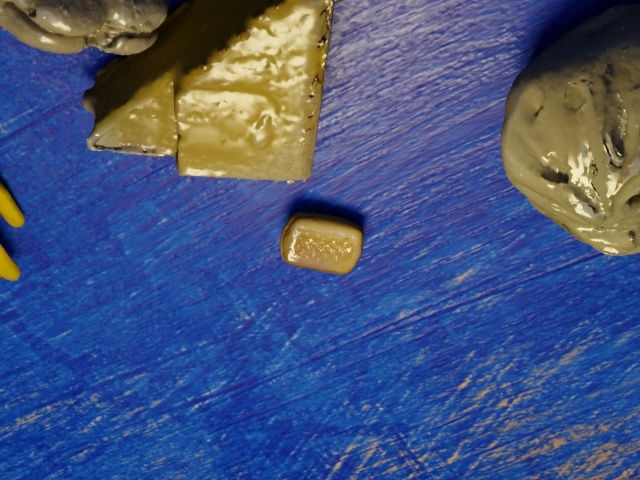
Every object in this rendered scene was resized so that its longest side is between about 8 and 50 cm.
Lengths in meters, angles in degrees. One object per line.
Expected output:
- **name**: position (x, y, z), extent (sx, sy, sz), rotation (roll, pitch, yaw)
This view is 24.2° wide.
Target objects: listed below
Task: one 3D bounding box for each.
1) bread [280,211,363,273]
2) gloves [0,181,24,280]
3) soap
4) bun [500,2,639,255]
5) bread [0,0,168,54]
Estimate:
- **bread**: position (0.000, 0.000, 2.050), extent (0.115, 0.056, 0.082), rotation (6, 112, -12)
- **gloves**: position (-0.502, -0.045, 2.047), extent (0.133, 0.116, 0.294), rotation (16, 143, 28)
- **soap**: position (-0.139, -0.247, 1.788), extent (0.304, 0.169, 0.339), rotation (4, 135, -4)
- **bun**: position (0.407, -0.122, 1.815), extent (0.362, 0.234, 0.326), rotation (20, 122, -19)
- **bread**: position (-0.346, -0.308, 1.758), extent (0.337, 0.183, 0.102), rotation (26, 129, -10)
